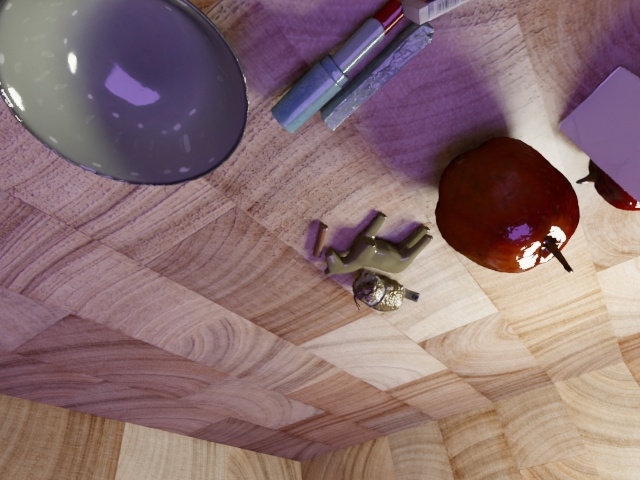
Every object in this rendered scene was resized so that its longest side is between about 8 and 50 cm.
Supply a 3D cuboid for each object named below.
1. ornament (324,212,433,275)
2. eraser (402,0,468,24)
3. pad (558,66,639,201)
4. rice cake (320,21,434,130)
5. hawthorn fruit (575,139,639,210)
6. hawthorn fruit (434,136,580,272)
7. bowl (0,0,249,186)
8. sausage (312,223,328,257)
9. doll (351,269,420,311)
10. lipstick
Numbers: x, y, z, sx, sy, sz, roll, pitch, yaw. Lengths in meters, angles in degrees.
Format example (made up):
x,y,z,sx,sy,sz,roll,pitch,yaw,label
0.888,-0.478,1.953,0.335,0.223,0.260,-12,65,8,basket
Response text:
x,y,z,sx,sy,sz,roll,pitch,yaw,label
0.139,0.033,1.113,0.230,0.061,0.245,16,130,-23,ornament
0.190,-0.374,0.636,0.122,0.052,0.029,-28,137,-5,eraser
0.603,-0.205,0.804,0.004,0.232,0.156,-10,148,-40,pad
0.096,-0.293,0.743,0.042,0.045,0.245,31,126,-33,rice cake
0.680,-0.163,0.874,0.250,0.215,0.215,-9,141,21,hawthorn fruit
0.399,-0.047,0.861,0.287,0.330,0.287,-13,132,-15,hawthorn fruit
-0.278,-0.257,0.638,0.337,0.157,0.337,-5,140,-4,bowl
0.000,0.000,1.080,0.026,0.026,0.116,2,138,-11,sausage
0.189,0.155,1.233,0.221,0.105,0.115,12,94,-32,doll
0.030,-0.298,0.712,0.274,0.068,0.061,-39,103,21,lipstick
